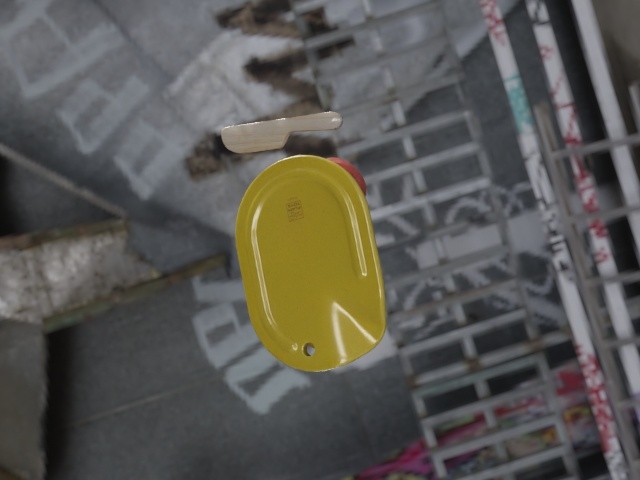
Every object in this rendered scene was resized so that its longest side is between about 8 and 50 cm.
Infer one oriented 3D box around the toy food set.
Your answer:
[{"bbox_3d":[0.000,0.000,1.059,0.071,0.128,0.218,4,-105,-61],"label":"toy food set"}]
